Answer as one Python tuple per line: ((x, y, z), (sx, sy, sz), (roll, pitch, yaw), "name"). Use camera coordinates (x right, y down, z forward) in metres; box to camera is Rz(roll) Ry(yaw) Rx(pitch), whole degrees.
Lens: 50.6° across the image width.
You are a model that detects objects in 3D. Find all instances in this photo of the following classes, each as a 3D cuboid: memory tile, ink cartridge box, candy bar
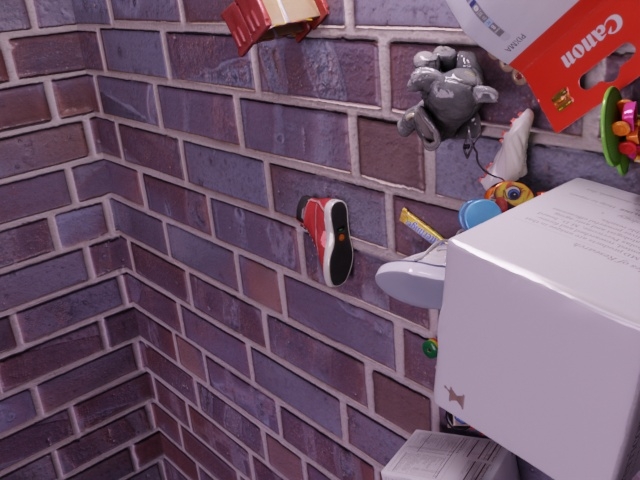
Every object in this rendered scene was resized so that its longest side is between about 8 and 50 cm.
((0.359, -0.375, 1.267), (0.148, 0.012, 0.113), (53, 141, 20), "memory tile")
((0.375, -0.403, 1.124), (0.385, 0.091, 0.308), (63, 149, 9), "ink cartridge box")
((0.247, -0.019, 1.589), (0.161, 0.018, 0.040), (42, 137, 32), "candy bar")

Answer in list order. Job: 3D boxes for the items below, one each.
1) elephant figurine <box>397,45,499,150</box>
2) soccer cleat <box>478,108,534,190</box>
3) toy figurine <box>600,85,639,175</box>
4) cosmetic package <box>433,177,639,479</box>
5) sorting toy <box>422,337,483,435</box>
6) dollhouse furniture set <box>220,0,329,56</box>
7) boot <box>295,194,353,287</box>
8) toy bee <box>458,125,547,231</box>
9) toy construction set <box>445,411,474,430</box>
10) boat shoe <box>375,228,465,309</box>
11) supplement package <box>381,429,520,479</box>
((0.249, -0.257, 1.379), (0.169, 0.186, 0.239), (7, 136, 3), "elephant figurine")
((0.378, -0.166, 1.315), (0.076, 0.068, 0.196), (34, 135, 17), "soccer cleat")
((0.545, -0.170, 1.063), (0.159, 0.130, 0.173), (2, 147, 37), "toy figurine")
((0.438, 0.134, 1.108), (0.327, 0.393, 0.329), (27, 129, 41), "cosmetic package")
((0.360, 0.330, 1.600), (0.274, 0.046, 0.132), (56, 142, 16), "sorting toy")
((-0.154, -0.656, 1.615), (0.152, 0.201, 0.374), (-23, 90, 54), "dollhouse furniture set")
((0.000, 0.000, 1.860), (0.176, 0.088, 0.244), (11, 108, 49), "boot")
((0.345, -0.048, 1.271), (0.162, 0.195, 0.298), (4, 115, 4), "toy bee")
((0.328, 0.249, 1.401), (0.257, 0.309, 0.237), (-28, 72, 22), "toy construction set")
((0.296, 0.049, 1.463), (0.367, 0.156, 0.136), (-5, 133, 41), "boat shoe")
((0.319, 0.602, 1.614), (0.262, 0.198, 0.199), (-4, 106, 36), "supplement package")
